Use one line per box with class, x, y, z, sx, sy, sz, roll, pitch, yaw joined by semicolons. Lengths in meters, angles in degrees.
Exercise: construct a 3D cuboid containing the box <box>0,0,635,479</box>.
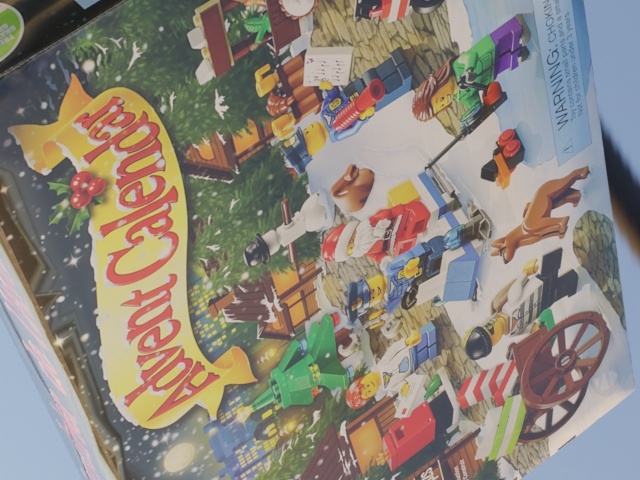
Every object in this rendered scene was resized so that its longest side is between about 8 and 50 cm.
box;0.000;0.000;0.482;0.044;0.159;0.233;40;-23;40
